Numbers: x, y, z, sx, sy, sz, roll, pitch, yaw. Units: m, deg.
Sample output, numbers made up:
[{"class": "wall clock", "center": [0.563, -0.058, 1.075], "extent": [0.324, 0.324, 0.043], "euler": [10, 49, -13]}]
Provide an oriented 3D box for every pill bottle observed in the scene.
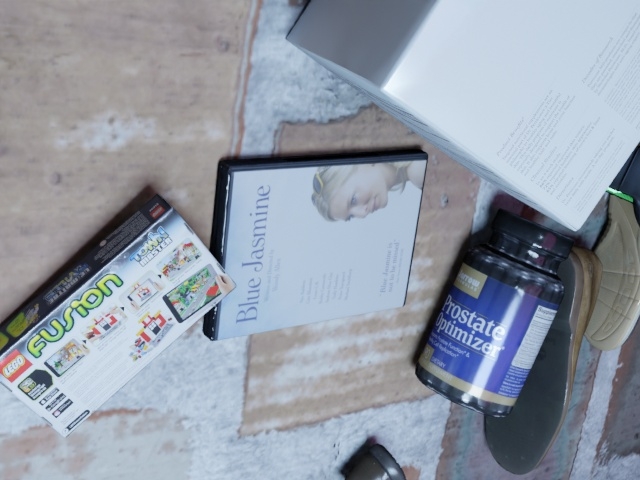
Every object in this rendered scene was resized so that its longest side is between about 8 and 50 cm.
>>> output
[{"class": "pill bottle", "center": [0.205, 0.081, 1.153], "extent": [0.122, 0.122, 0.219], "euler": [17, 98, -42]}]

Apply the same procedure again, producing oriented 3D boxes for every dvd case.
[{"class": "dvd case", "center": [0.000, 0.000, 1.023], "extent": [0.253, 0.022, 0.180], "euler": [-7, 114, -36]}]

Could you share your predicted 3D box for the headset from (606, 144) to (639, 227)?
[{"class": "headset", "center": [0.432, -0.060, 1.091], "extent": [0.243, 0.394, 0.185], "euler": [10, 107, -63]}]

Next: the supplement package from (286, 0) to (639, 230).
[{"class": "supplement package", "center": [0.153, -0.177, 0.910], "extent": [0.262, 0.198, 0.199], "euler": [30, 96, -33]}]

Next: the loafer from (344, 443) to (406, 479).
[{"class": "loafer", "center": [0.070, 0.341, 1.204], "extent": [0.078, 0.080, 0.220], "euler": [-25, 119, -16]}]

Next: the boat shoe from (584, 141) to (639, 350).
[{"class": "boat shoe", "center": [0.418, 0.008, 1.305], "extent": [0.092, 0.103, 0.285], "euler": [4, 101, -34]}]

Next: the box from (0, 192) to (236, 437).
[{"class": "box", "center": [-0.184, 0.067, 0.884], "extent": [0.207, 0.036, 0.114], "euler": [-41, 130, -9]}]

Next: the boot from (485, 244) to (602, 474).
[{"class": "boot", "center": [0.296, 0.153, 1.276], "extent": [0.115, 0.112, 0.305], "euler": [-3, 110, -49]}]
